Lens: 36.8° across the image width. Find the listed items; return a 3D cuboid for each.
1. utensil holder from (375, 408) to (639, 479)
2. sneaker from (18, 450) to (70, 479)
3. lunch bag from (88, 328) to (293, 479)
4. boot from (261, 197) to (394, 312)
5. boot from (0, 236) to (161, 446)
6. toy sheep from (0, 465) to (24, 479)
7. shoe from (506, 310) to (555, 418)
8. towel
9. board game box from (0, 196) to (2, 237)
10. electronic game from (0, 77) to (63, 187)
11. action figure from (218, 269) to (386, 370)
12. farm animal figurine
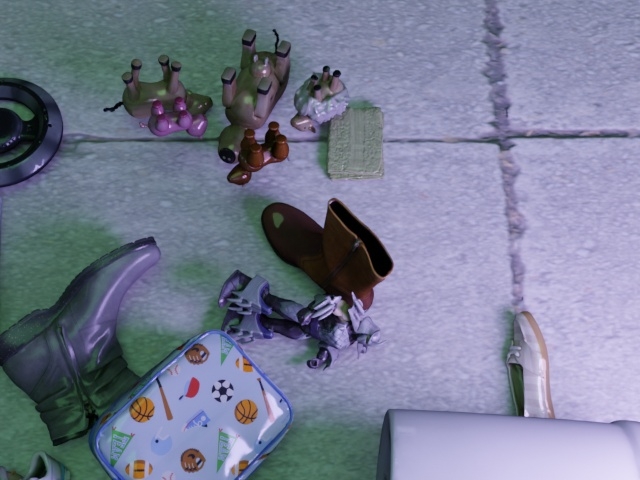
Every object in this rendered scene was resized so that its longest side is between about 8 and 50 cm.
[{"bbox_3d":[0.280,0.420,1.440,0.385,0.327,0.328,5,72,-1],"label":"utensil holder"},{"bbox_3d":[-0.450,0.413,1.490,0.071,0.083,0.191,-9,46,11],"label":"sneaker"},{"bbox_3d":[-0.204,0.310,1.533,0.303,0.115,0.243,-43,96,-21],"label":"lunch bag"},{"bbox_3d":[0.000,0.000,1.580,0.096,0.280,0.264,-32,77,-13],"label":"boot"},{"bbox_3d":[-0.356,0.168,1.610,0.338,0.118,0.223,-40,85,-7],"label":"boot"},{"bbox_3d":[-0.531,0.403,1.521,0.132,0.091,0.091,-14,73,-25],"label":"toy sheep"},{"bbox_3d":[0.351,0.227,1.635,0.058,0.076,0.219,-4,74,-10],"label":"shoe"},{"bbox_3d":[0.064,-0.179,1.776,0.110,0.027,0.148,1,73,-2],"label":"towel"},{"bbox_3d":[-0.665,0.055,1.622,0.224,0.097,0.303,-3,71,-3],"label":"board game box"},{"bbox_3d":[-0.579,-0.196,1.732,0.229,0.048,0.229,1,65,-2],"label":"electronic game"},{"bbox_3d":[-0.026,0.140,1.601,0.285,0.185,0.099,11,45,16],"label":"action figure"},{"bbox_3d":[-0.161,-0.236,1.719,0.330,0.172,0.327,34,61,16],"label":"farm animal figurine"}]
